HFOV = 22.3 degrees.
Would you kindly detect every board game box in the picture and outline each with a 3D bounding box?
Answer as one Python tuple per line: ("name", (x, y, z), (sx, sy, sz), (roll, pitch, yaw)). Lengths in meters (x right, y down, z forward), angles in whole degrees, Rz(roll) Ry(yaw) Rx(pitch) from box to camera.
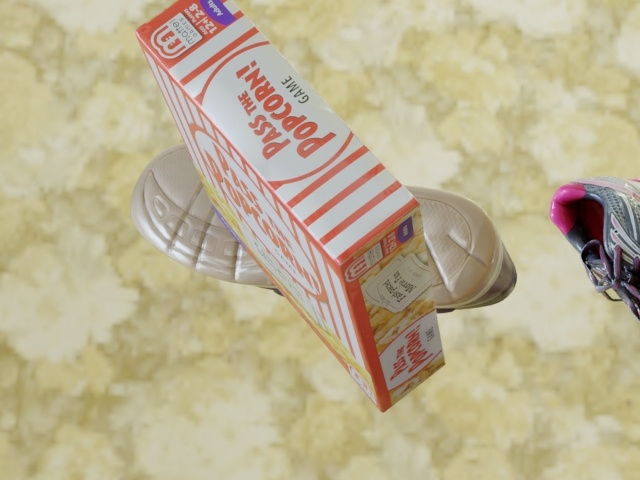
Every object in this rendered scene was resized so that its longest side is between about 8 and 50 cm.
("board game box", (-0.008, -0.015, 0.757), (0.045, 0.147, 0.193), (-37, -24, -9))

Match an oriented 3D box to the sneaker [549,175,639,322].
("sneaker", (0.321, 0.043, 1.545), (0.112, 0.299, 0.121), (4, -60, -28))

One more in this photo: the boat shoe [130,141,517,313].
("boat shoe", (0.000, 0.000, 1.109), (0.285, 0.103, 0.092), (10, -17, 29))
